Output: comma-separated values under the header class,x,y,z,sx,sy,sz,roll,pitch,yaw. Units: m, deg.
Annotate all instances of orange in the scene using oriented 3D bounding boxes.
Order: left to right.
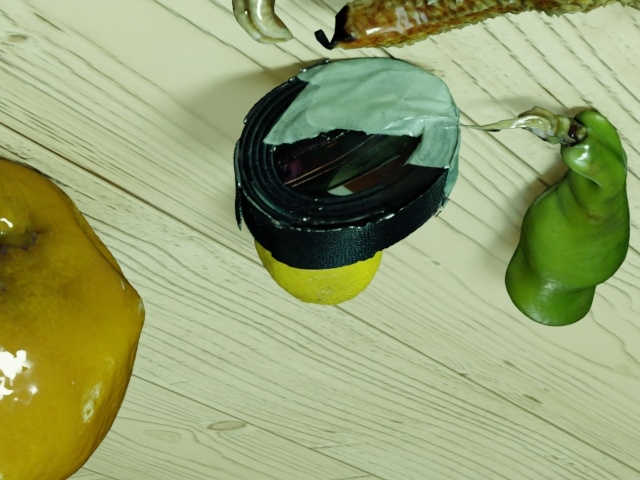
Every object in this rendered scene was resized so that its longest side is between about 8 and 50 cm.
class,x,y,z,sx,sy,sz,roll,pitch,yaw
orange,-0.235,0.055,1.186,0.249,0.249,0.183,1,144,-2

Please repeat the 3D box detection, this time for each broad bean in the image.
class,x,y,z,sx,sy,sz,roll,pitch,yaw
broad bean,0.155,-0.014,1.226,0.098,0.056,0.318,2,155,14

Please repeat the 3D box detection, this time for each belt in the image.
class,x,y,z,sx,sy,sz,roll,pitch,yaw
belt,0.015,-0.044,1.060,0.140,0.105,0.058,-23,157,-9

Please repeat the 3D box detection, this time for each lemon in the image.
class,x,y,z,sx,sy,sz,roll,pitch,yaw
lemon,0.000,0.000,1.222,0.082,0.082,0.111,-7,152,18

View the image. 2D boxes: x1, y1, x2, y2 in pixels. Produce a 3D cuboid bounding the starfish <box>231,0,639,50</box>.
class,x,y,z,sx,sy,sz,roll,pitch,yaw
starfish,0.107,-0.136,0.825,0.303,0.113,0.312,0,162,-2
